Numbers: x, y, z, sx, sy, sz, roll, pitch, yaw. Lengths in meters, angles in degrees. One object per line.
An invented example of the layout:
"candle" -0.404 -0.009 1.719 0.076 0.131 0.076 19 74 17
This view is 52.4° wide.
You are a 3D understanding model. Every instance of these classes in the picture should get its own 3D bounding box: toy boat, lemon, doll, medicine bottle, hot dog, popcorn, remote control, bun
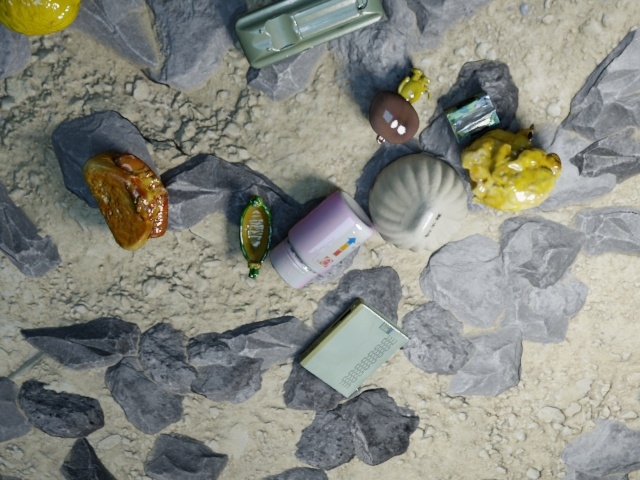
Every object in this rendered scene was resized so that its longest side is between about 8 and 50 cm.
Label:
"toy boat" -0.170 -0.018 1.695 0.088 0.088 0.230 2 114 -2
"lemon" -0.622 -0.535 1.411 0.193 0.180 0.181 9 117 27
"doll" 0.197 -0.316 1.571 0.188 0.096 0.145 -40 127 -10
"medicine bottle" 0.000 0.000 1.671 0.254 0.152 0.152 -39 109 17
"hot dog" -0.467 -0.108 1.624 0.153 0.150 0.257 -14 113 15
"popcorn" 0.464 -0.166 1.583 0.253 0.190 0.191 -6 123 -1
"remote control" -0.027 -0.505 1.487 0.335 0.066 0.128 -19 122 8
"bun" 0.251 -0.073 1.630 0.263 0.175 0.263 0 116 0

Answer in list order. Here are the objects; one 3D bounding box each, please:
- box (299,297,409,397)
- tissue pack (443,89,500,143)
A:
"box" 0.099 0.312 1.869 0.211 0.045 0.270 36 109 -15
"tissue pack" 0.368 -0.299 1.579 0.111 0.079 0.085 -26 111 11
